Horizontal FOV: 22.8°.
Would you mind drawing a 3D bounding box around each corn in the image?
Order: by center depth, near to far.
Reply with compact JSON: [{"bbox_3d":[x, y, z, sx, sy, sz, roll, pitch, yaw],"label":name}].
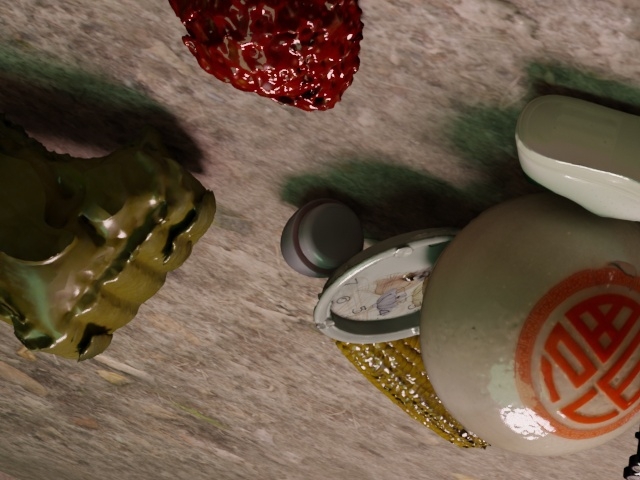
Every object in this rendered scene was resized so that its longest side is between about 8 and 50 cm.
[{"bbox_3d":[0.135,0.178,2.067,0.115,0.115,0.318,-11,140,47],"label":"corn"}]

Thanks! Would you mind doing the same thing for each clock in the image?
[{"bbox_3d":[0.099,0.041,1.810,0.236,0.053,0.236,-16,151,-9],"label":"clock"}]

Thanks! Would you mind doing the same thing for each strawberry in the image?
[{"bbox_3d":[-0.049,-0.179,1.495,0.190,0.111,0.236,2,150,29],"label":"strawberry"}]

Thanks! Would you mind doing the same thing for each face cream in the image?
[{"bbox_3d":[0.000,0.000,1.833,0.091,0.091,0.095,28,161,-16],"label":"face cream"}]

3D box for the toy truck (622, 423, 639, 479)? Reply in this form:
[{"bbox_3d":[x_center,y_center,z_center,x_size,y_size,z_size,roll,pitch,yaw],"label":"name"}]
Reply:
[{"bbox_3d":[0.454,0.242,1.976,0.125,0.101,0.242,11,156,7],"label":"toy truck"}]

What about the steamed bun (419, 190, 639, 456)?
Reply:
[{"bbox_3d":[0.246,0.094,1.611,0.283,0.283,0.177,33,-178,-25],"label":"steamed bun"}]

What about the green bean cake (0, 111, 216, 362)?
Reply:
[{"bbox_3d":[-0.309,-0.046,1.816,0.310,0.285,0.202,40,-178,11],"label":"green bean cake"}]

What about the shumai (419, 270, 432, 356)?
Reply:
[{"bbox_3d":[0.204,0.081,1.749,0.201,0.120,0.201,-7,154,-4],"label":"shumai"}]

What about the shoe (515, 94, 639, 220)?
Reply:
[{"bbox_3d":[0.310,-0.060,1.508,0.265,0.095,0.110,22,160,7],"label":"shoe"}]
